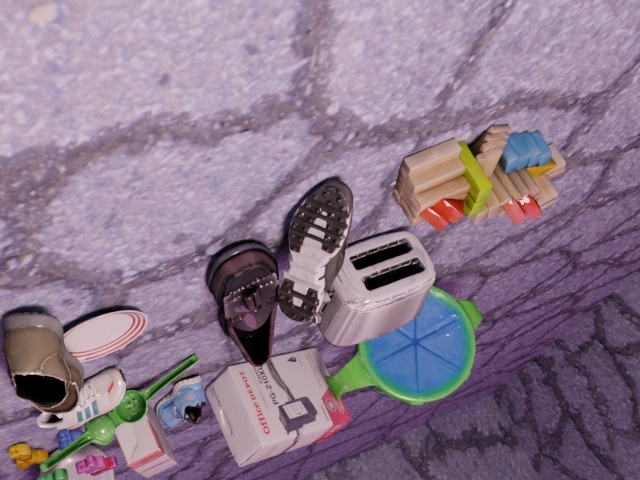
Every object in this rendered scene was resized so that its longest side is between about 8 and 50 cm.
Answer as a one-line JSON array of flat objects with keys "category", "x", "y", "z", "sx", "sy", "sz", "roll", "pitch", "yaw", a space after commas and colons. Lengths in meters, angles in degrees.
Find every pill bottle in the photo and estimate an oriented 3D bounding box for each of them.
[{"category": "pill bottle", "x": -0.472, "y": 0.494, "z": 1.610, "sx": 0.136, "sy": 0.136, "sz": 0.246, "roll": -18, "pitch": 156, "yaw": -24}]

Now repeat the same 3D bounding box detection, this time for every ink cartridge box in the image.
[{"category": "ink cartridge box", "x": -0.083, "y": 0.325, "z": 1.644, "sx": 0.237, "sy": 0.172, "sz": 0.100, "roll": -6, "pitch": 149, "yaw": -43}, {"category": "ink cartridge box", "x": -0.326, "y": 0.369, "z": 1.533, "sx": 0.067, "sy": 0.115, "sz": 0.198, "roll": -25, "pitch": 157, "yaw": -9}]

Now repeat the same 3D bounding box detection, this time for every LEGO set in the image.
[{"category": "LEGO set", "x": -0.484, "y": 0.385, "z": 1.436, "sx": 0.227, "sy": 0.087, "sz": 0.093, "roll": -21, "pitch": 155, "yaw": 0}]

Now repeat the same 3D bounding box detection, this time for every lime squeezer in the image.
[{"category": "lime squeezer", "x": -0.337, "y": 0.299, "z": 1.386, "sx": 0.310, "sy": 0.059, "sz": 0.110, "roll": -34, "pitch": -168, "yaw": -35}]

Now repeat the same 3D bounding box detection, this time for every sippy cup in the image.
[{"category": "sippy cup", "x": 0.167, "y": 0.223, "z": 1.675, "sx": 0.305, "sy": 0.240, "sz": 0.224, "roll": 9, "pitch": 161, "yaw": -7}]

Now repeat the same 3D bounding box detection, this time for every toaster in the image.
[{"category": "toaster", "x": 0.094, "y": 0.075, "z": 1.364, "sx": 0.227, "sy": 0.129, "sz": 0.146, "roll": -17, "pitch": 153, "yaw": -22}]

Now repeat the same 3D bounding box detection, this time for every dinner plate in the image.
[{"category": "dinner plate", "x": -0.311, "y": 0.131, "z": 1.160, "sx": 0.141, "sy": 0.017, "sz": 0.141, "roll": -23, "pitch": 158, "yaw": -10}]

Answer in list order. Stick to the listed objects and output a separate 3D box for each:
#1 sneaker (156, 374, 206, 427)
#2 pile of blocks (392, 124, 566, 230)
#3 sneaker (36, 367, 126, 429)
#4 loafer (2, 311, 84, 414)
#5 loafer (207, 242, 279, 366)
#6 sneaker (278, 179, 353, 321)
[{"category": "sneaker", "x": -0.260, "y": 0.319, "z": 1.557, "sx": 0.063, "sy": 0.073, "sz": 0.162, "roll": -12, "pitch": 153, "yaw": -35}, {"category": "pile of blocks", "x": 0.274, "y": -0.085, "z": 1.238, "sx": 0.362, "sy": 0.113, "sz": 0.149, "roll": -12, "pitch": 153, "yaw": -36}, {"category": "sneaker", "x": -0.377, "y": 0.255, "z": 1.300, "sx": 0.161, "sy": 0.057, "sz": 0.075, "roll": -33, "pitch": 163, "yaw": 21}, {"category": "loafer", "x": -0.369, "y": 0.182, "z": 1.082, "sx": 0.094, "sy": 0.087, "sz": 0.251, "roll": -1, "pitch": 149, "yaw": -5}, {"category": "loafer", "x": -0.100, "y": 0.103, "z": 1.238, "sx": 0.109, "sy": 0.095, "sz": 0.302, "roll": -23, "pitch": 158, "yaw": -14}, {"category": "sneaker", "x": 0.000, "y": 0.000, "z": 1.166, "sx": 0.106, "sy": 0.078, "sz": 0.234, "roll": -56, "pitch": 166, "yaw": -53}]
